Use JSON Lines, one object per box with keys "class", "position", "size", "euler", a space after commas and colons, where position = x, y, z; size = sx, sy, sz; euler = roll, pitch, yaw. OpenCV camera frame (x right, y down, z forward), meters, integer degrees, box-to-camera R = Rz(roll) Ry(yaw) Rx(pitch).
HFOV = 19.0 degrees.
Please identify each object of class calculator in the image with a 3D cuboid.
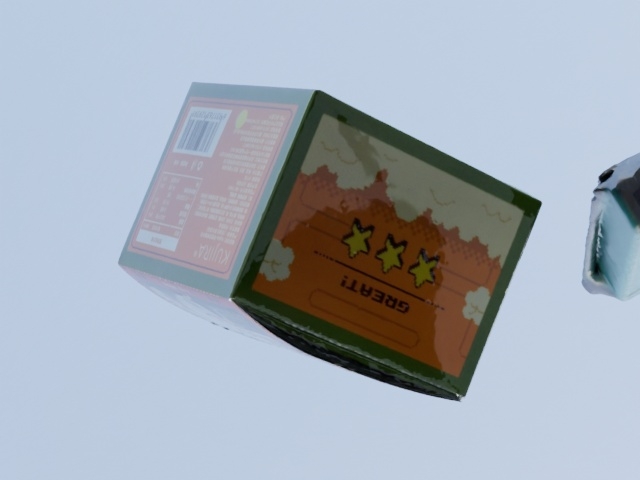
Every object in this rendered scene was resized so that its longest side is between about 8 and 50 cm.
{"class": "calculator", "position": [0.299, -0.049, 1.243], "size": [0.274, 0.248, 0.058], "euler": [-27, -104, -1]}

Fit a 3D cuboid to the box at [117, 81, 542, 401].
{"class": "box", "position": [0.000, 0.000, 1.213], "size": [0.178, 0.195, 0.148], "euler": [25, -96, -27]}
